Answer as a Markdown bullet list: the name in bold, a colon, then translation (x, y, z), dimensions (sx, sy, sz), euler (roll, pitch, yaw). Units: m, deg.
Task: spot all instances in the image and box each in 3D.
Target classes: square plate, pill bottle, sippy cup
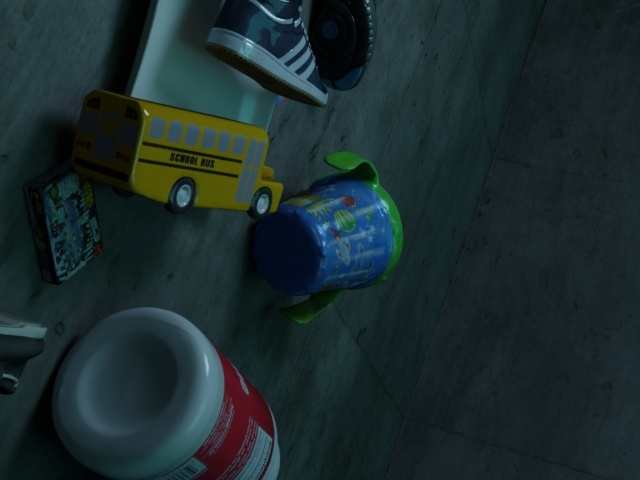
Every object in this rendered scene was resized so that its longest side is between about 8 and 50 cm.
- **square plate**: translation (-0.164, -0.245, 1.309), dimensions (0.344, 0.049, 0.347), euler (14, 92, -63)
- **pill bottle**: translation (-0.197, 0.276, 1.321), dimensions (0.408, 0.229, 0.229), euler (62, 45, -58)
- **sippy cup**: translation (0.000, 0.000, 1.677), dimensions (0.224, 0.240, 0.305), euler (-18, 96, -53)

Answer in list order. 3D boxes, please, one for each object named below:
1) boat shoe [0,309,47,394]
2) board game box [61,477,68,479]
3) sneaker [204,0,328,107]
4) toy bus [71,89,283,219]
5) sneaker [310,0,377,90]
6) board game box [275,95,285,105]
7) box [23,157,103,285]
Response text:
- **boat shoe**: translation (-0.381, 0.116, 0.914), dimensions (0.335, 0.112, 0.095), euler (40, 66, -78)
- **board game box**: translation (-0.195, 0.460, 1.273), dimensions (0.078, 0.347, 0.233), euler (-65, 155, -24)
- **sneaker**: translation (-0.050, -0.302, 1.331), dimensions (0.282, 0.099, 0.153), euler (21, 88, -60)
- **toy bus**: translation (-0.173, -0.107, 1.202), dimensions (0.332, 0.108, 0.130), euler (2, 103, -60)
- **sneaker**: translation (0.063, -0.451, 1.681), dimensions (0.139, 0.125, 0.341), euler (-45, 144, -60)
- **board game box**: translation (-0.105, -0.340, 1.466), dimensions (0.145, 0.027, 0.281), euler (-45, 141, -50)
- **box**: translation (-0.319, -0.025, 1.129), dimensions (0.094, 0.027, 0.137), euler (-49, 145, -51)
